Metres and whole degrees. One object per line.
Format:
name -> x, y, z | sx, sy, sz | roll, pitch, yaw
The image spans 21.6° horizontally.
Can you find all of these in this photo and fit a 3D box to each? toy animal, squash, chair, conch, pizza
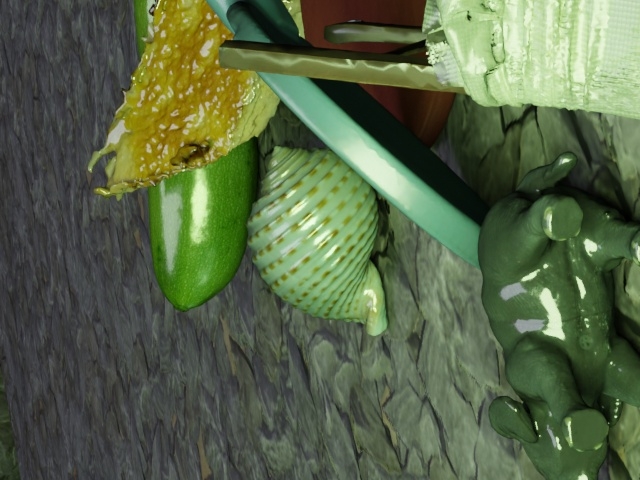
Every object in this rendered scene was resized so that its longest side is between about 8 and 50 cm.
toy animal -> 0.146, 0.082, 0.940 | 0.137, 0.082, 0.269 | -153, 56, -70
squash -> -0.114, -0.133, 1.545 | 0.107, 0.107, 0.395 | 179, 87, -70
chair -> 0.120, -0.150, 0.878 | 0.186, 0.319, 0.160 | -30, -55, -62
conch -> -0.007, -0.001, 1.306 | 0.135, 0.102, 0.153 | -123, 27, -78
pizza -> -0.101, -0.139, 1.430 | 0.189, 0.071, 0.297 | 44, 110, 39

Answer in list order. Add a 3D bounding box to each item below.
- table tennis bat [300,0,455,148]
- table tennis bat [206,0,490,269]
table tennis bat -> 0.041, -0.244, 1.179 | 0.268, 0.051, 0.414 | -126, 34, -53
table tennis bat -> 0.008, -0.095, 1.067 | 0.044, 0.215, 0.329 | -47, 66, 11
